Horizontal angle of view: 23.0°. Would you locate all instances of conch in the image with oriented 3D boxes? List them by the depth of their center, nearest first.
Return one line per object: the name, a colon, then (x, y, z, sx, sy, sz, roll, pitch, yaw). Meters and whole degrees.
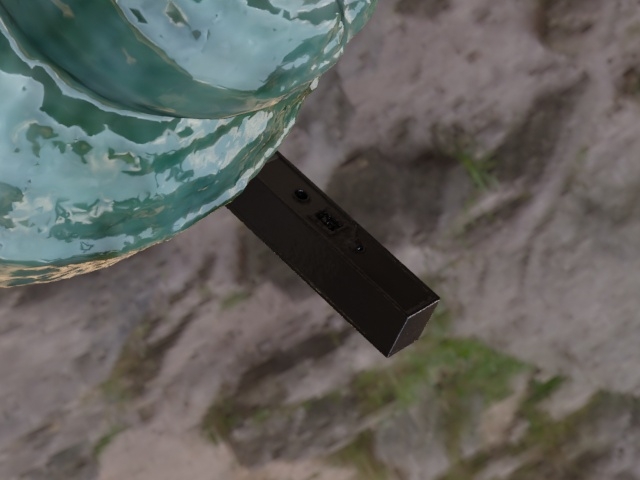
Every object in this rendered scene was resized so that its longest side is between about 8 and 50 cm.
conch: (-0.072, -0.072, 0.379, 0.202, 0.134, 0.196, -23, 149, 20)

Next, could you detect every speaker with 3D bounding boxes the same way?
speaker: (0.000, 0.000, 1.124, 0.040, 0.191, 0.046, -25, 150, -44)
